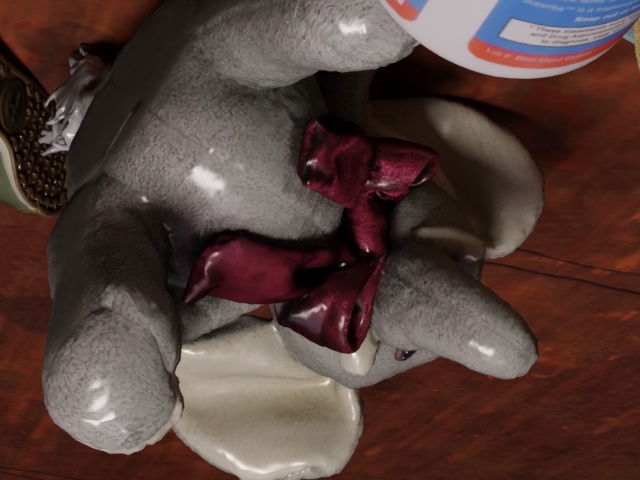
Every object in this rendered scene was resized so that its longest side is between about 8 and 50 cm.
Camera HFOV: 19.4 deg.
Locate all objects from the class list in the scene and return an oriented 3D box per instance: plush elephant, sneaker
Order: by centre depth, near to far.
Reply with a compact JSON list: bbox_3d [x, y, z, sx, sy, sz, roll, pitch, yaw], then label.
[{"bbox_3d":[0.000,0.000,0.969,0.255,0.272,0.330,32,178,-23],"label":"plush elephant"},{"bbox_3d":[-0.216,-0.074,1.101,0.086,0.064,0.192,7,159,18],"label":"sneaker"}]

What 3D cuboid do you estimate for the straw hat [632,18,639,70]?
[{"bbox_3d":[0.208,-0.068,0.862,0.061,0.144,0.144,-30,158,-7],"label":"straw hat"}]

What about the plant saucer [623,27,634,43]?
[{"bbox_3d":[0.249,-0.138,0.801,0.317,0.044,0.317,10,161,4],"label":"plant saucer"}]

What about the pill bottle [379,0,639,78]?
[{"bbox_3d":[0.097,-0.158,0.633,0.124,0.124,0.221,11,154,-13],"label":"pill bottle"}]
